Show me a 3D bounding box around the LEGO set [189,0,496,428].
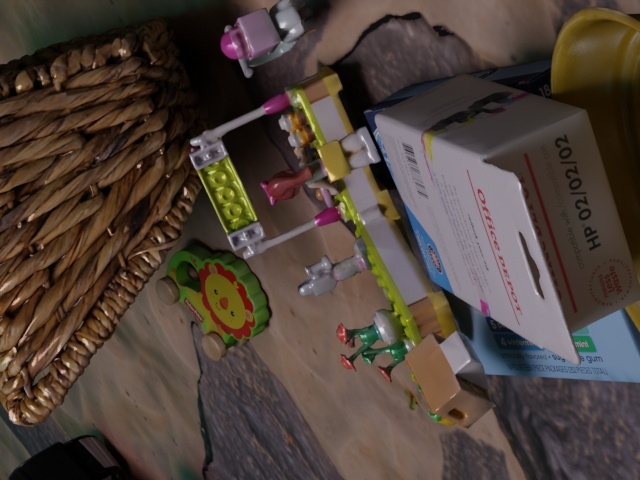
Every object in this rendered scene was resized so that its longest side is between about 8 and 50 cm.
[{"bbox_3d":[0.000,0.000,1.047,0.132,0.107,0.287,76,169,-81],"label":"LEGO set"}]

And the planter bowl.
[{"bbox_3d":[0.198,-0.022,0.773,0.217,0.090,0.217,60,168,22],"label":"planter bowl"}]

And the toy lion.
[{"bbox_3d":[-0.082,0.042,1.348,0.100,0.034,0.096,48,142,18],"label":"toy lion"}]

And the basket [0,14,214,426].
[{"bbox_3d":[-0.173,-0.026,1.208,0.223,0.213,0.299,70,166,-10],"label":"basket"}]

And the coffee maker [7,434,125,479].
[{"bbox_3d":[-0.230,0.287,1.659,0.178,0.171,0.120,33,115,33],"label":"coffee maker"}]

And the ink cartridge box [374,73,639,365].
[{"bbox_3d":[0.099,-0.015,0.847,0.104,0.061,0.181,69,167,-19],"label":"ink cartridge box"}]

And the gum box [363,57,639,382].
[{"bbox_3d":[0.118,-0.008,0.983,0.157,0.041,0.184,-4,115,58],"label":"gum box"}]
